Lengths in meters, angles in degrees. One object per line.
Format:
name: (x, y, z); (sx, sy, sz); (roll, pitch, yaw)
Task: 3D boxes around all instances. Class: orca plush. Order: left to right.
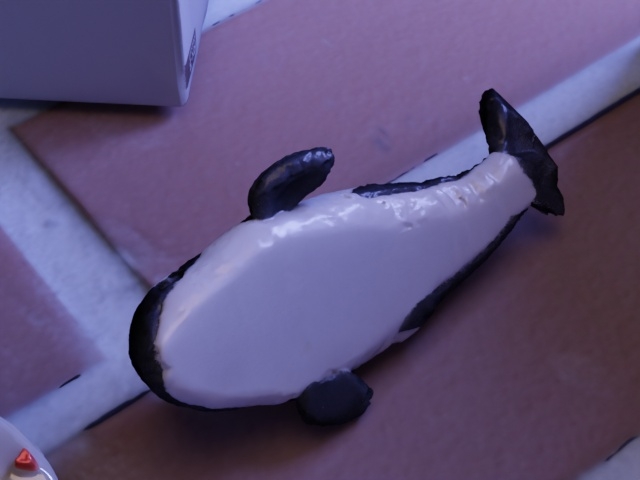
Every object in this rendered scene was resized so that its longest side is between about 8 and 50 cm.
orca plush: (0.000, 0.000, 0.835); (0.287, 0.151, 0.102); (-42, 31, -25)

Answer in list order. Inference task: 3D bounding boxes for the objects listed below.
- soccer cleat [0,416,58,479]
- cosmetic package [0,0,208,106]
soccer cleat: (-0.212, 0.112, 0.758); (0.196, 0.076, 0.068); (18, 59, 18)
cosmetic package: (-0.264, -0.217, 0.973); (0.385, 0.156, 0.217); (0, 50, 2)
